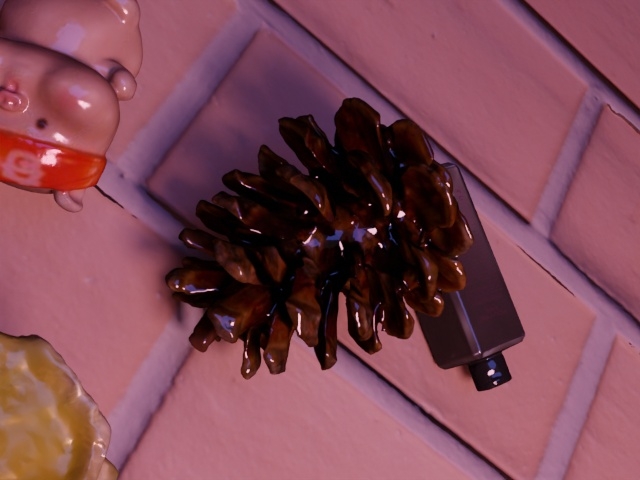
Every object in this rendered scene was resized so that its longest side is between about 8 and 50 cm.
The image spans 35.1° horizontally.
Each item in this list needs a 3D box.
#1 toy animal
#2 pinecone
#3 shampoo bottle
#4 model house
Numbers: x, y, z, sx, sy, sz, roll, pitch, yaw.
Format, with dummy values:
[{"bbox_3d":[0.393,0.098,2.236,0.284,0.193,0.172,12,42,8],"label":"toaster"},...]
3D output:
[{"bbox_3d":[-0.247,-0.130,0.888,0.171,0.171,0.198,27,57,-20],"label":"toy animal"},{"bbox_3d":[0.000,0.000,0.946,0.309,0.244,0.244,-32,91,-24],"label":"pinecone"},{"bbox_3d":[0.145,0.043,1.102,0.080,0.079,0.246,-16,82,-33],"label":"shampoo bottle"},{"bbox_3d":[-0.282,0.150,0.745,0.234,0.193,0.175,35,58,-19],"label":"model house"}]
